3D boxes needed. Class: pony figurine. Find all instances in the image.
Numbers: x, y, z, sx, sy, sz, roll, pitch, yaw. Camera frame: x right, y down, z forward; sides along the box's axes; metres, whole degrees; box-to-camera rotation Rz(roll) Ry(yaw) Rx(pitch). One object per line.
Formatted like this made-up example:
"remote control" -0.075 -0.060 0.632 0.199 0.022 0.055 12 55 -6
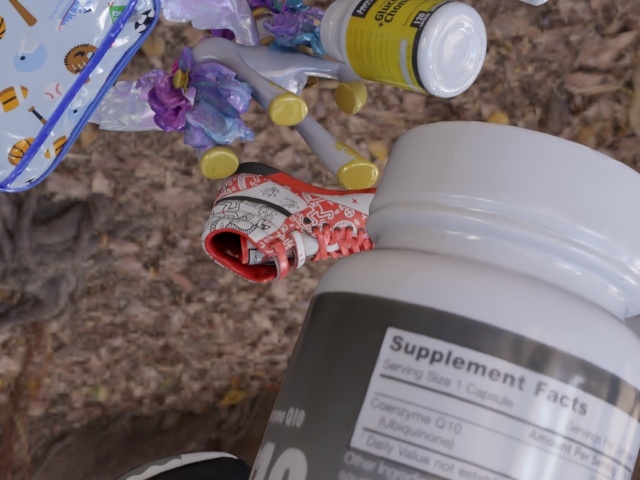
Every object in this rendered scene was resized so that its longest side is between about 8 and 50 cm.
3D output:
"pony figurine" -0.120 -0.216 1.293 0.351 0.363 0.302 2 126 -26

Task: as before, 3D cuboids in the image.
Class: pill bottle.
"pill bottle" 0.087 -0.224 1.152 0.184 0.103 0.103 22 178 44
"pill bottle" 0.054 0.102 0.465 0.161 0.283 0.161 18 167 4

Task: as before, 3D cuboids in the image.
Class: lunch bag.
"lunch bag" -0.308 -0.193 1.040 0.303 0.115 0.243 -49 147 17

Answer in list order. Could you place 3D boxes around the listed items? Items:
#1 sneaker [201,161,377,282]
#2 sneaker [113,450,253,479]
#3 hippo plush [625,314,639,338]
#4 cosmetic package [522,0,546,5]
"sneaker" -0.001 0.001 1.184 0.270 0.145 0.090 15 133 9
"sneaker" -0.149 0.250 0.676 0.283 0.124 0.107 -27 118 -11
"hippo plush" 0.268 0.135 0.832 0.237 0.294 0.234 -2 112 3
"cosmetic package" 0.290 -0.485 1.054 0.453 0.161 0.230 -45 127 -5
